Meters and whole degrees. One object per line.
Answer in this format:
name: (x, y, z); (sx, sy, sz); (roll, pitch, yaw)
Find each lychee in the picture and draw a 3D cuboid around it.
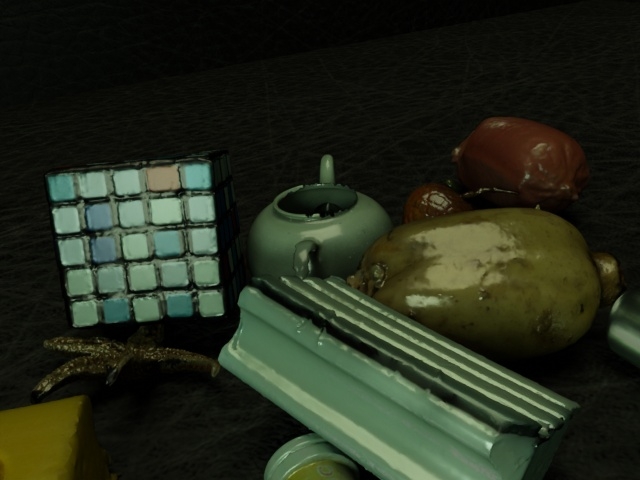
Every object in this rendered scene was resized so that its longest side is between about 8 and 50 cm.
lychee: (0.170, -0.028, 0.856); (0.114, 0.101, 0.140); (37, 54, 13)

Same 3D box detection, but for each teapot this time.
teapot: (0.000, 0.000, 0.803); (0.193, 0.130, 0.294); (-2, 26, 9)

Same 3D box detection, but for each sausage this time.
sausage: (0.300, -0.115, 0.960); (0.148, 0.148, 0.254); (-10, 26, -9)

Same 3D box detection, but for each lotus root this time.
lotus root: (0.169, 0.047, 0.653); (0.284, 0.160, 0.146); (-3, -16, 0)

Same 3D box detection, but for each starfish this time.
starfish: (-0.202, 0.123, 0.687); (0.213, 0.057, 0.238); (1, 8, 4)

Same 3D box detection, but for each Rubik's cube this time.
Rubik's cube: (-0.195, -0.008, 0.757); (0.187, 0.184, 0.182); (-4, 10, -1)

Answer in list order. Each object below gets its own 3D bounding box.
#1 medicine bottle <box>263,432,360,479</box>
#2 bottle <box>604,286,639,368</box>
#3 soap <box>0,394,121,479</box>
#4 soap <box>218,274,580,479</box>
medicine bottle: (0.021, 0.227, 0.413); (0.073, 0.074, 0.218); (-12, 29, -13)
bottle: (0.362, 0.125, 0.539); (0.096, 0.079, 0.253); (-41, 35, -9)
soap: (-0.322, 0.229, 0.448); (0.324, 0.096, 0.204); (-10, 26, -9)
soap: (0.055, 0.116, 0.514); (0.261, 0.094, 0.150); (26, 9, 31)
